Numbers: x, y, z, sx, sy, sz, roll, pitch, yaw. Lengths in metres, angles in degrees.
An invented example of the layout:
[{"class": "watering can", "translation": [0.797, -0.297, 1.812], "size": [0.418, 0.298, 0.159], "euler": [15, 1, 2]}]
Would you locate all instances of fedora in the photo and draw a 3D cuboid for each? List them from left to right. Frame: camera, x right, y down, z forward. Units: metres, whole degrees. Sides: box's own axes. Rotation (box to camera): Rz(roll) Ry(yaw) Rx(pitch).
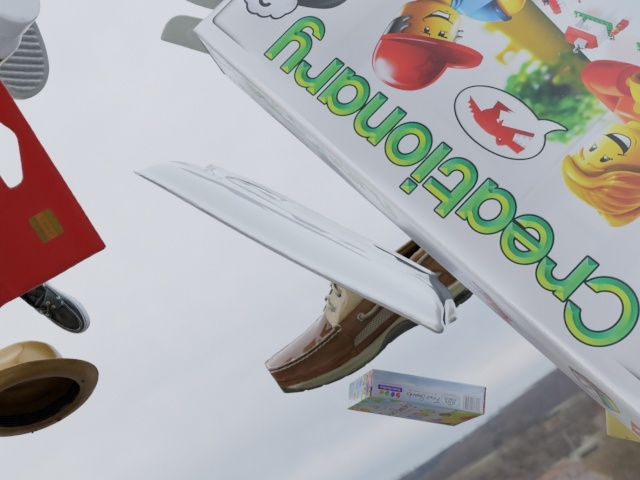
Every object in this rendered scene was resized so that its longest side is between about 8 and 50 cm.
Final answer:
[{"class": "fedora", "translation": [-0.403, 0.192, 1.365], "size": [0.194, 0.079, 0.194], "euler": [-23, -32, -15]}]

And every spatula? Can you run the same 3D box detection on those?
[{"class": "spatula", "translation": [-0.088, -0.324, 1.386], "size": [0.019, 0.242, 0.168], "euler": [-88, 14, -69]}]

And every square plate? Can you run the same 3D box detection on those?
[{"class": "square plate", "translation": [0.000, 0.000, 1.120], "size": [0.049, 0.344, 0.347], "euler": [-63, -10, 3]}]

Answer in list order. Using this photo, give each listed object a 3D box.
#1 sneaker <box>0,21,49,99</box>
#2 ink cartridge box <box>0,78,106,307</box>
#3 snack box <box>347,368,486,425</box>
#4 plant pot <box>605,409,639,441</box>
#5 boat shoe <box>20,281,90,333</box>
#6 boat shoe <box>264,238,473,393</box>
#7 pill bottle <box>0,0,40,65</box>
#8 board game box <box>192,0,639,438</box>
[{"class": "sneaker", "translation": [-0.533, -0.352, 1.498], "size": [0.127, 0.321, 0.126], "euler": [-3, 33, 51]}, {"class": "ink cartridge box", "translation": [-0.388, -0.039, 0.939], "size": [0.261, 0.296, 0.066], "euler": [-30, 21, -3]}, {"class": "snack box", "translation": [0.113, 0.189, 1.192], "size": [0.141, 0.037, 0.100], "euler": [11, -22, -11]}, {"class": "plant pot", "translation": [0.392, 0.188, 1.198], "size": [0.081, 0.083, 0.081], "euler": [-14, 4, -25]}, {"class": "boat shoe", "translation": [-0.386, 0.083, 1.395], "size": [0.049, 0.142, 0.040], "euler": [-48, 4, 17]}, {"class": "boat shoe", "translation": [0.061, 0.086, 1.380], "size": [0.324, 0.120, 0.122], "euler": [-32, 15, -8]}, {"class": "pill bottle", "translation": [-0.442, -0.249, 1.221], "size": [0.208, 0.119, 0.119], "euler": [-32, -10, 34]}, {"class": "board game box", "translation": [0.106, -0.073, 0.454], "size": [0.193, 0.305, 0.053], "euler": [-45, -29, -4]}]
